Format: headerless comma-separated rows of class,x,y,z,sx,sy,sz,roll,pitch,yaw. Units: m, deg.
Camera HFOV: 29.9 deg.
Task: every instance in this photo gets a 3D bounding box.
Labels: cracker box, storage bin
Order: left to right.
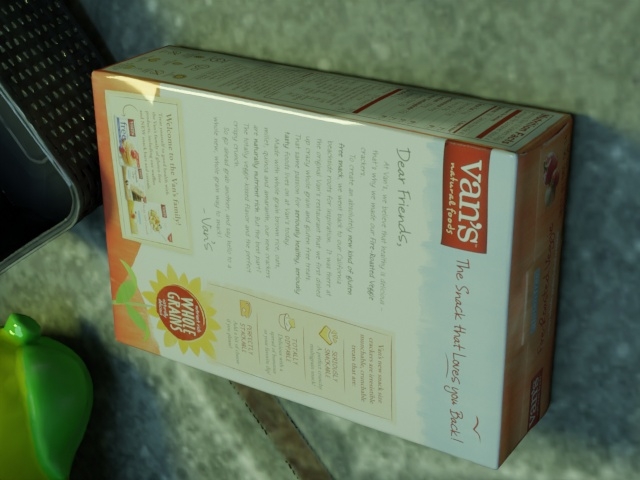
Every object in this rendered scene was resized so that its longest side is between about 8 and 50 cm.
storage bin,-0.192,-0.079,0.655,0.122,0.084,0.180,-29,101,33
cracker box,0.000,0.000,0.588,0.232,0.067,0.156,15,118,30

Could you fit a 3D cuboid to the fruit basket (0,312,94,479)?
fruit basket,-0.279,0.224,0.778,0.392,0.392,0.283,17,148,28
